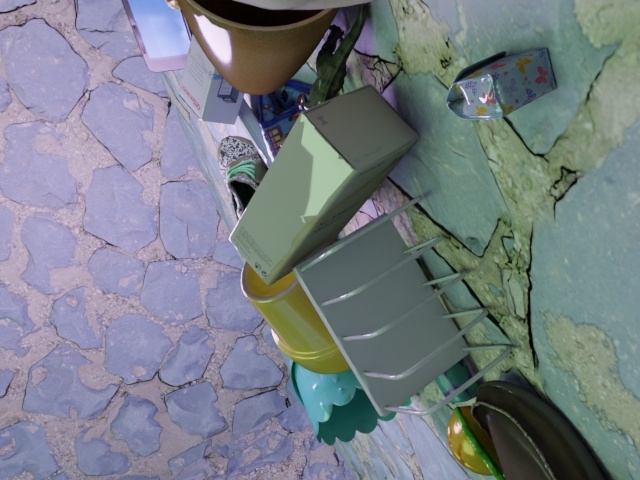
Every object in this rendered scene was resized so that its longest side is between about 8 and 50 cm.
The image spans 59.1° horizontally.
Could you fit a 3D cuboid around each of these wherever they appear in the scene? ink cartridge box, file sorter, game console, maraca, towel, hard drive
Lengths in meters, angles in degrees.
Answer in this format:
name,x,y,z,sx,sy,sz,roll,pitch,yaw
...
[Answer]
name,x,y,z,sx,sy,sz,roll,pitch,yaw
ink cartridge box,-0.227,-0.384,1.242,0.154,0.093,0.212,49,125,40
file sorter,0.125,0.102,0.861,0.277,0.193,0.173,59,160,1
game console,-0.397,-0.569,1.514,0.250,0.173,0.293,49,160,43
maraca,0.267,0.340,0.945,0.127,0.099,0.186,51,-175,9
towel,0.179,0.071,1.000,0.060,0.009,0.083,56,163,22
hard drive,-0.152,-0.254,1.372,0.307,0.040,0.203,57,179,28

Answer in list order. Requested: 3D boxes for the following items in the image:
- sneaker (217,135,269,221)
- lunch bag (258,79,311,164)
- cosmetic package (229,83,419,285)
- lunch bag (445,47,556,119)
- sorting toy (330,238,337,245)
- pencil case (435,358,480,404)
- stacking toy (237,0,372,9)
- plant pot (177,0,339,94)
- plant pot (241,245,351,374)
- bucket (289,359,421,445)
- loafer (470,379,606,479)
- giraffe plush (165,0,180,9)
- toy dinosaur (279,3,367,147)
name,x,y,z,sx,sy,sz,roll,pitch,yaw
sneaker,-0.176,-0.140,1.416,0.410,0.158,0.182,61,-176,31
lunch bag,-0.051,-0.194,1.131,0.293,0.138,0.221,-125,12,-59
cosmetic package,-0.007,-0.074,0.862,0.113,0.160,0.309,50,140,9
lunch bag,0.169,-0.152,0.549,0.053,0.071,0.083,66,165,-16
sorting toy,0.000,0.000,1.395,0.132,0.046,0.274,52,161,36
pencil case,0.220,0.210,0.993,0.064,0.070,0.151,-36,77,35
stacking toy,-0.015,-0.446,0.370,0.350,0.351,0.479,128,131,-73
plant pot,-0.089,-0.325,0.804,0.237,0.237,0.254,61,166,9
plant pot,-0.021,0.103,1.114,0.239,0.254,0.254,45,179,-41
bucket,0.072,0.310,1.278,0.183,0.281,0.281,57,164,35
loafer,0.323,0.359,0.776,0.366,0.130,0.133,53,161,32
giraffe plush,-0.198,-0.473,0.972,0.181,0.171,0.210,82,166,-50
toy dinosaur,0.016,-0.255,0.827,0.118,0.064,0.268,-87,19,-59
